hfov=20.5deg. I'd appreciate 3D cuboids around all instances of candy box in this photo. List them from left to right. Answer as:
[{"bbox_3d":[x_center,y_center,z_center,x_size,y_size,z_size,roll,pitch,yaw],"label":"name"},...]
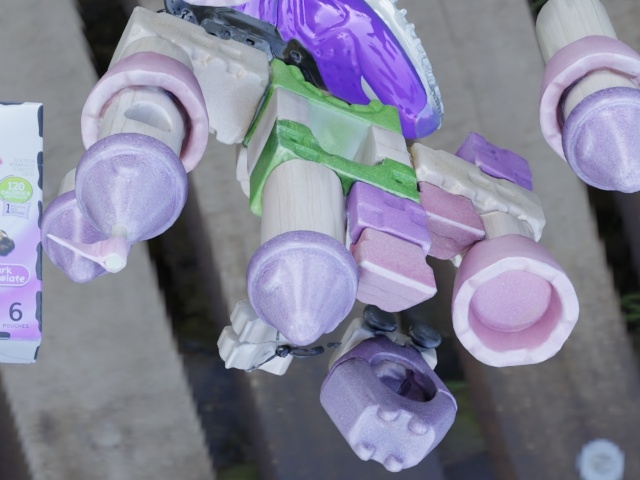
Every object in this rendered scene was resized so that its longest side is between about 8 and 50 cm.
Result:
[{"bbox_3d":[-0.297,-0.010,1.357,0.165,0.070,0.196,2,70,-13],"label":"candy box"}]

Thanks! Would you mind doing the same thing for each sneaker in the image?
[{"bbox_3d":[-0.040,-0.150,1.273,0.146,0.102,0.293,-39,65,-8],"label":"sneaker"}]

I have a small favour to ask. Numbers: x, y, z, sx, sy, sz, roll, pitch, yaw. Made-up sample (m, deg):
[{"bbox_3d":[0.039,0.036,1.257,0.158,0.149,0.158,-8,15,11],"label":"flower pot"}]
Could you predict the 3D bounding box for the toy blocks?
[{"bbox_3d":[0.000,0.000,0.919,0.288,0.260,0.309,21,117,-14],"label":"toy blocks"}]
